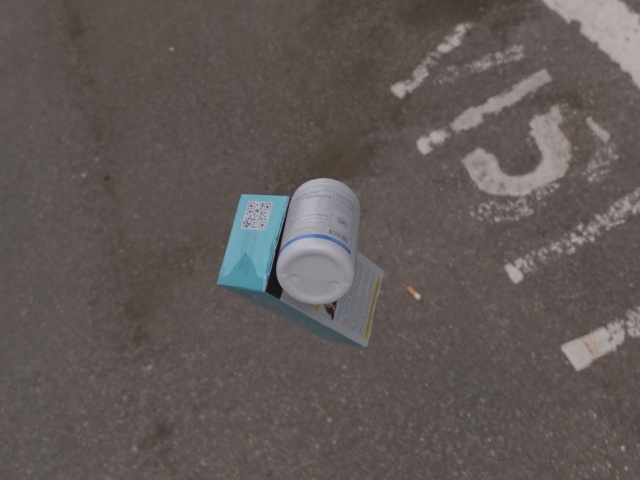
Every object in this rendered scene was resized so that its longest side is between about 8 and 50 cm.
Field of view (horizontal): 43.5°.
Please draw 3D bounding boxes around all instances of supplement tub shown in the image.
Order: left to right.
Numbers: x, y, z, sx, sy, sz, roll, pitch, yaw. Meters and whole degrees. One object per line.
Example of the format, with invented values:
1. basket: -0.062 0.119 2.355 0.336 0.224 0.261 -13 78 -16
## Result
1. supplement tub: 0.000 0.000 0.729 0.071 0.071 0.107 -19 32 19

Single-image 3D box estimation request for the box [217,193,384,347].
1. box: -0.012 0.041 0.884 0.060 0.244 0.101 5 73 30
